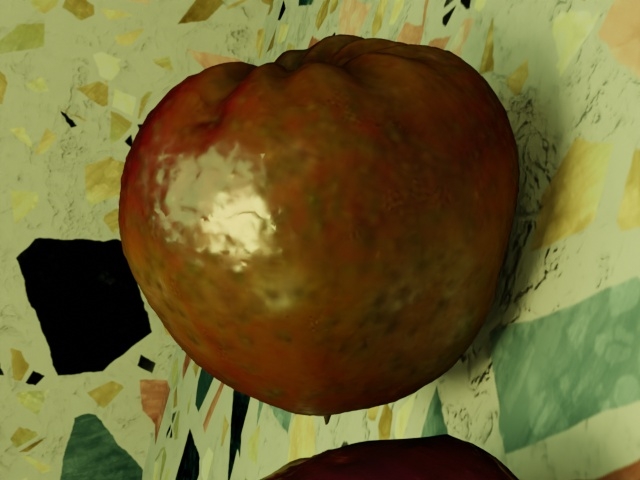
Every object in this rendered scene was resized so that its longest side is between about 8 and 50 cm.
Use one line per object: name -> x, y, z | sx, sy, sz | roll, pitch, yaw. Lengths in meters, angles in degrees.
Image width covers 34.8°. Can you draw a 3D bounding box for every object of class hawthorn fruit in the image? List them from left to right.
hawthorn fruit -> 0.000, 0.000, 1.009 | 0.403, 0.402, 0.403 | -168, 90, -72

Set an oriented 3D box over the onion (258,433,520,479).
onion -> 0.058, 0.338, 0.761 | 0.385, 0.347, 0.348 | 57, 144, 17
